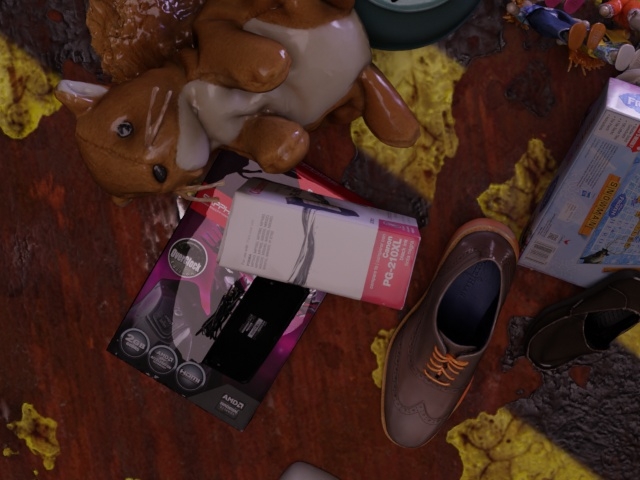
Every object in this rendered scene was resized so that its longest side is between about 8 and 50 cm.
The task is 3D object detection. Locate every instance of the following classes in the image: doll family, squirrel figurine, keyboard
[{"bbox_3d":[0.324,-0.280,1.470,0.262,0.163,0.118,11,110,-26],"label":"doll family"},{"bbox_3d":[-0.145,-0.204,1.403,0.370,0.397,0.281,-34,134,-9],"label":"squirrel figurine"},{"bbox_3d":[-0.096,0.103,1.524,0.100,0.038,0.192,30,118,-9],"label":"keyboard"}]

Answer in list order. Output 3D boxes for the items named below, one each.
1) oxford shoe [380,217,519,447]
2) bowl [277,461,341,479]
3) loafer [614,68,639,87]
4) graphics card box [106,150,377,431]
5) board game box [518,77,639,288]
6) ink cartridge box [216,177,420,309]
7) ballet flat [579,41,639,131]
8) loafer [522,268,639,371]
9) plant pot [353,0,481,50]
[{"bbox_3d":[0.164,0.147,1.553,0.130,0.133,0.364,19,112,3],"label":"oxford shoe"},{"bbox_3d":[-0.016,0.413,1.659,0.142,0.053,0.142,30,98,0],"label":"bowl"},{"bbox_3d":[0.433,-0.126,1.493,0.101,0.092,0.269,-5,133,25],"label":"loafer"},{"bbox_3d":[-0.111,0.053,1.594,0.232,0.094,0.371,32,100,-2],"label":"graphics card box"},{"bbox_3d":[0.457,-0.031,1.465,0.318,0.066,0.319,20,141,0],"label":"board game box"},{"bbox_3d":[0.000,0.000,1.446,0.237,0.172,0.100,14,99,0],"label":"ink cartridge box"},{"bbox_3d":[0.436,-0.213,1.528,0.077,0.079,0.221,40,98,-2],"label":"ballet flat"},{"bbox_3d":[0.358,0.120,1.543,0.080,0.078,0.220,36,129,-12],"label":"loafer"},{"bbox_3d":[0.102,-0.377,1.430,0.271,0.255,0.272,0,99,1],"label":"plant pot"}]
